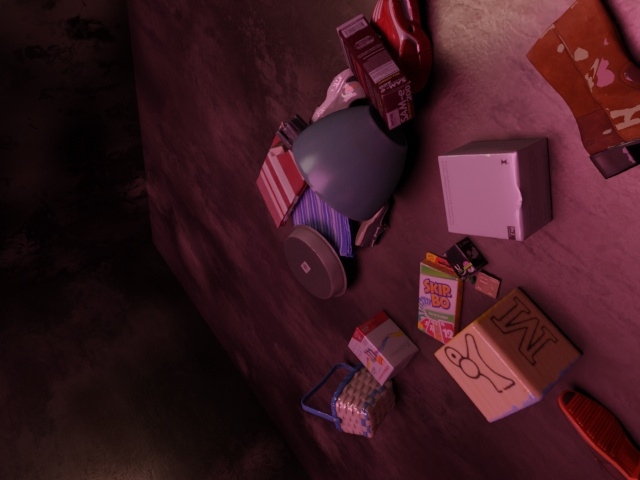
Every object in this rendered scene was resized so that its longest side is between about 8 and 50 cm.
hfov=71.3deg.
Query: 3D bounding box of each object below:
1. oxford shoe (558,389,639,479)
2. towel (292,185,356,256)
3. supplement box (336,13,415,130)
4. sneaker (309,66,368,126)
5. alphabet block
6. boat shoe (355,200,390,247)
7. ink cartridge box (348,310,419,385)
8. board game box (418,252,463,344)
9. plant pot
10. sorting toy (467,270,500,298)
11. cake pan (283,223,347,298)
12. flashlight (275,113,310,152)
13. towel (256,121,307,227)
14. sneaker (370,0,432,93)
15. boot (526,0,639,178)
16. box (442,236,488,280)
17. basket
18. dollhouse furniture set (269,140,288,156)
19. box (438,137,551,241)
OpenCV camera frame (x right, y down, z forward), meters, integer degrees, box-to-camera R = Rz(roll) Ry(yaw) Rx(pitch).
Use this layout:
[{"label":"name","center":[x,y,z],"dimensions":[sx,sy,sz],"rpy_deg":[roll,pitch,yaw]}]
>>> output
[{"label":"oxford shoe","center":[0.617,0.454,0.973],"dimensions":[0.271,0.097,0.098],"rpy_deg":[51,151,22]},{"label":"towel","center":[-0.006,-0.068,1.532],"dimensions":[0.336,0.040,0.243],"rpy_deg":[3,103,54]},{"label":"supplement box","center":[0.128,-0.388,1.030],"dimensions":[0.239,0.073,0.130],"rpy_deg":[65,-174,25]},{"label":"sneaker","center":[0.051,-0.350,1.244],"dimensions":[0.108,0.100,0.271],"rpy_deg":[52,146,9]},{"label":"alphabet block","center":[0.423,0.263,1.029],"dimensions":[0.197,0.193,0.192],"rpy_deg":[52,144,19]},{"label":"boat shoe","center":[0.168,-0.052,1.329],"dimensions":[0.065,0.075,0.206],"rpy_deg":[19,136,-8]},{"label":"ink cartridge box","center":[0.204,0.352,1.464],"dimensions":[0.176,0.127,0.128],"rpy_deg":[46,143,26]},{"label":"board game box","center":[0.333,0.167,1.245],"dimensions":[0.124,0.039,0.259],"rpy_deg":[26,129,44]},{"label":"plant pot","center":[0.103,-0.222,1.125],"dimensions":[0.195,0.290,0.290],"rpy_deg":[-40,76,33]},{"label":"sorting toy","center":[0.406,0.104,1.115],"dimensions":[0.083,0.012,0.062],"rpy_deg":[29,138,38]},{"label":"cake pan","center":[-0.029,0.083,1.557],"dimensions":[0.293,0.054,0.293],"rpy_deg":[38,146,31]},{"label":"flashlight","center":[0.013,-0.227,1.284],"dimensions":[0.304,0.103,0.103],"rpy_deg":[47,-171,-11]},{"label":"towel","center":[-0.138,-0.229,1.620],"dimensions":[0.237,0.037,0.329],"rpy_deg":[63,145,21]},{"label":"sneaker","center":[0.183,-0.455,1.027],"dimensions":[0.128,0.087,0.221],"rpy_deg":[-133,27,-61]},{"label":"boot","center":[0.495,-0.276,0.696],"dimensions":[0.280,0.096,0.264],"rpy_deg":[67,156,11]},{"label":"box","center":[0.357,0.046,1.108],"dimensions":[0.083,0.052,0.062],"rpy_deg":[56,145,15]},{"label":"basket","center":[0.106,0.575,1.638],"dimensions":[0.289,0.255,0.201],"rpy_deg":[16,127,36]},{"label":"dollhouse furniture set","center":[-0.061,-0.263,1.420],"dimensions":[0.151,0.144,0.123],"rpy_deg":[-9,116,25]},{"label":"box","center":[0.364,-0.109,0.933],"dimensions":[0.182,0.119,0.181],"rpy_deg":[11,120,52]}]
